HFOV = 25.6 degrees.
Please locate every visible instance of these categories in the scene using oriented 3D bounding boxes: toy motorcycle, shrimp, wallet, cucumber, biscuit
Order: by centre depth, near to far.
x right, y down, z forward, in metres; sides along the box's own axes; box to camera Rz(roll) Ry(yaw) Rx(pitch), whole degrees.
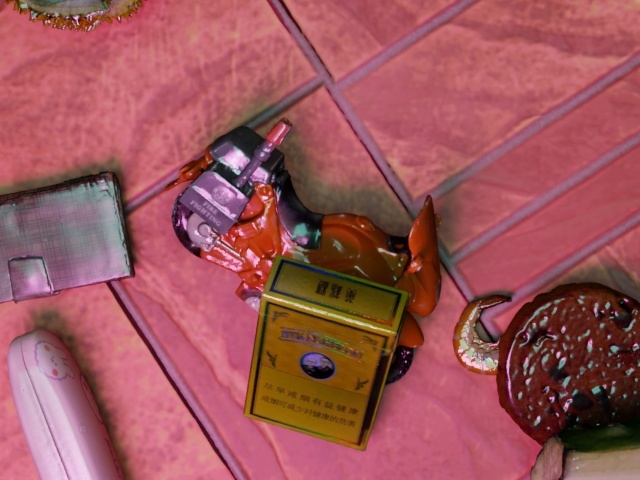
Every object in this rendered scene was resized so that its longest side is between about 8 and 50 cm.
[{"bbox_3d":[0.382,0.231,1.447,0.325,0.105,0.145,-3,117,-5],"label":"cucumber"},{"bbox_3d":[0.000,0.000,1.478,0.326,0.148,0.221,38,116,-3],"label":"toy motorcycle"},{"bbox_3d":[0.278,0.137,1.491,0.192,0.049,0.192,-1,97,-5],"label":"biscuit"},{"bbox_3d":[0.207,0.109,1.518,0.127,0.025,0.091,19,88,0],"label":"shrimp"},{"bbox_3d":[-0.322,0.004,1.546,0.230,0.042,0.124,-11,93,6],"label":"wallet"}]

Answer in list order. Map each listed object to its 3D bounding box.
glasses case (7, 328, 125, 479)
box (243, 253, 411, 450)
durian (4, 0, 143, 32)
[{"bbox_3d":[-0.260,0.236,1.509,0.075,0.113,0.296,-20,90,3],"label":"glasses case"},{"bbox_3d":[0.002,0.119,1.446,0.141,0.220,0.064,17,48,4],"label":"box"},{"bbox_3d":[-0.262,-0.336,1.491,0.194,0.138,0.237,-1,94,7],"label":"durian"}]
